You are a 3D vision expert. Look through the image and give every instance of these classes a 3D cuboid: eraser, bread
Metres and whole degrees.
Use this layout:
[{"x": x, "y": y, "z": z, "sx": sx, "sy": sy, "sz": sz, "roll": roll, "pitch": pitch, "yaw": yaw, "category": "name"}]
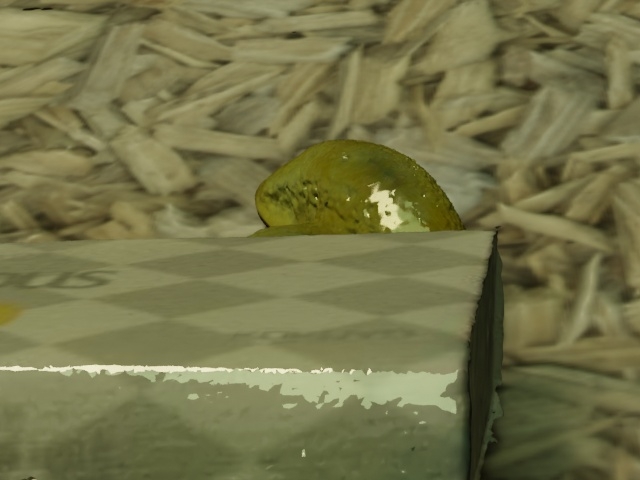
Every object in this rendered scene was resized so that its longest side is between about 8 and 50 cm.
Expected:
[{"x": -0.124, "y": 0.064, "z": 0.679, "sx": 0.396, "sy": 0.082, "sz": 0.213, "roll": -1, "pitch": 16, "yaw": 11, "category": "eraser"}, {"x": 0.000, "y": 0.000, "z": 0.809, "sx": 0.149, "sy": 0.065, "sz": 0.188, "roll": -21, "pitch": 40, "yaw": -7, "category": "bread"}]

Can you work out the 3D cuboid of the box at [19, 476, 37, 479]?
[{"x": -0.035, "y": 0.203, "z": 0.461, "sx": 0.231, "sy": 0.149, "sz": 0.155, "roll": 16, "pitch": 42, "yaw": 31, "category": "box"}]
